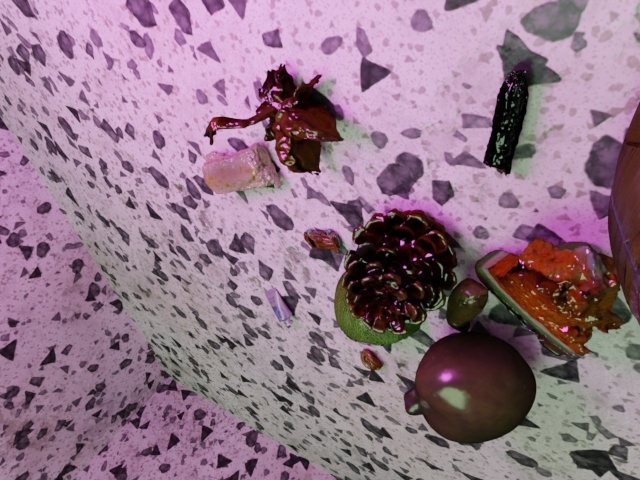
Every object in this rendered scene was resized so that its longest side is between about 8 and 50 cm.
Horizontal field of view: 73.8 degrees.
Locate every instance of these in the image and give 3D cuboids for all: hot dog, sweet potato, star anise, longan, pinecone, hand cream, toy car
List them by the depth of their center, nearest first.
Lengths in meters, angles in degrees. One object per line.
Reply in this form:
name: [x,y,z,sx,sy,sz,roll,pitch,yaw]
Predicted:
pinecone: [0.155,0.065,0.879,0.246,0.292,0.246,10,118,19]
star anise: [-0.100,-0.242,0.904,0.346,0.148,0.237,5,127,22]
sweet potato: [0.317,0.155,0.952,0.075,0.075,0.273,25,159,20]
longan: [0.339,0.340,0.998,0.300,0.243,0.300,-4,130,-5]
toy car: [0.000,0.000,1.146,0.122,0.035,0.059,2,132,38]
hot dog: [0.164,0.393,1.388,0.083,0.035,0.058,45,139,-5]
hand cream: [-0.145,0.236,1.500,0.084,0.053,0.142,-28,96,52]

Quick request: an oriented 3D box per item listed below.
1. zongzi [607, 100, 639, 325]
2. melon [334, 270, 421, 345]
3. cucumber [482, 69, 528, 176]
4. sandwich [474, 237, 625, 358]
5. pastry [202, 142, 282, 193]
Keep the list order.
zongzi: [0.436,-0.065,0.477,0.160,0.323,0.361,-1,121,23]
melon: [0.121,0.175,1.142,0.265,0.129,0.169,11,130,35]
cucumber: [0.302,-0.186,0.691,0.053,0.053,0.181,20,135,26]
sandwich: [0.422,0.069,0.745,0.250,0.162,0.301,44,175,18]
pastry: [-0.225,-0.187,1.122,0.258,0.089,0.122,2,116,36]
